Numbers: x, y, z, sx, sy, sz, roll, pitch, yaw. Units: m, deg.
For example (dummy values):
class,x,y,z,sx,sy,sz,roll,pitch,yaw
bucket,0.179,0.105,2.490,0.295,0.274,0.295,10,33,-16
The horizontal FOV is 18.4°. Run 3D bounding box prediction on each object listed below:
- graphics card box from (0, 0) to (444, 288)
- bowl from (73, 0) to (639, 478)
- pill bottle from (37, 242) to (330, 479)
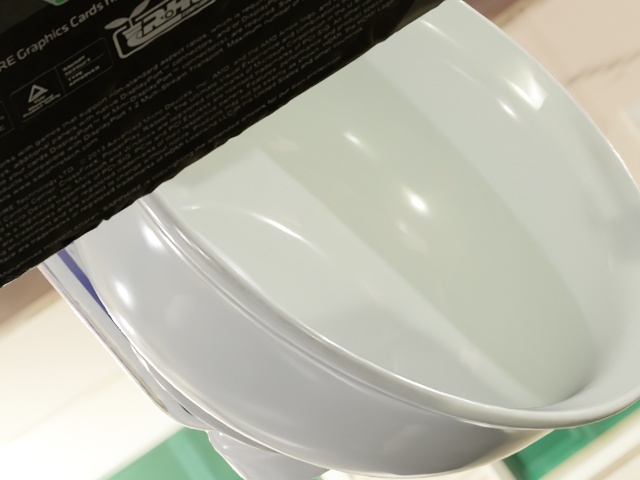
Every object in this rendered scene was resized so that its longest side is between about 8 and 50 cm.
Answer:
class,x,y,z,sx,sy,sz,roll,pitch,yaw
graphics card box,-0.053,-0.152,0.351,0.232,0.094,0.371,-35,-30,-11
bowl,0.000,0.000,0.877,0.298,0.298,0.134,-23,-23,-52
pill bottle,-0.068,0.017,1.168,0.153,0.265,0.153,-24,34,17
